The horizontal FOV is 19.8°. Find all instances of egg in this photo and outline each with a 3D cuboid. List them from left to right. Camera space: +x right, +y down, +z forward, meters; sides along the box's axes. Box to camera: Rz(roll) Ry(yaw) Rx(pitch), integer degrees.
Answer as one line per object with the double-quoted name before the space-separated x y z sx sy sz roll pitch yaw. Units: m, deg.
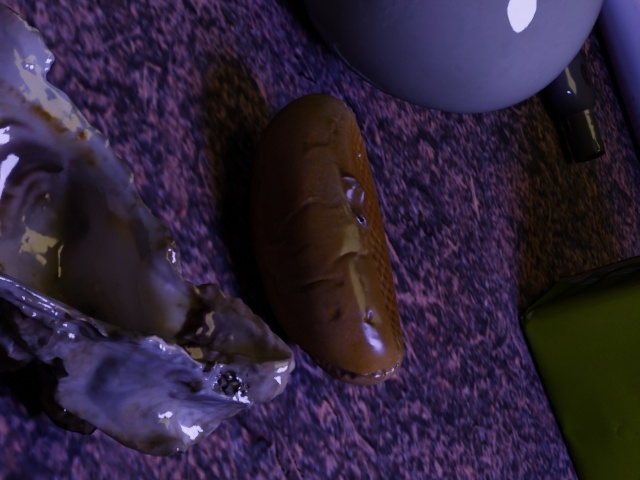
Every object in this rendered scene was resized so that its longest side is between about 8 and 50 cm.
"egg" 0.084 -0.213 1.231 0.219 0.219 0.269 39 27 -50

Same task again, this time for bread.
"bread" 0.000 0.000 1.066 0.114 0.077 0.189 70 11 -61

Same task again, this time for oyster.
"oyster" -0.123 0.006 0.789 0.233 0.107 0.161 42 38 -16

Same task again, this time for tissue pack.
"tissue pack" 0.333 0.097 1.464 0.200 0.275 0.167 69 24 -5

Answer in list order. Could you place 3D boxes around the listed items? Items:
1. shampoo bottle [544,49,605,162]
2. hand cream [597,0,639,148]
"shampoo bottle" 0.231 -0.156 1.729 0.080 0.040 0.165 6 66 -66
"hand cream" 0.368 -0.191 1.983 0.185 0.118 0.358 4 62 -65
